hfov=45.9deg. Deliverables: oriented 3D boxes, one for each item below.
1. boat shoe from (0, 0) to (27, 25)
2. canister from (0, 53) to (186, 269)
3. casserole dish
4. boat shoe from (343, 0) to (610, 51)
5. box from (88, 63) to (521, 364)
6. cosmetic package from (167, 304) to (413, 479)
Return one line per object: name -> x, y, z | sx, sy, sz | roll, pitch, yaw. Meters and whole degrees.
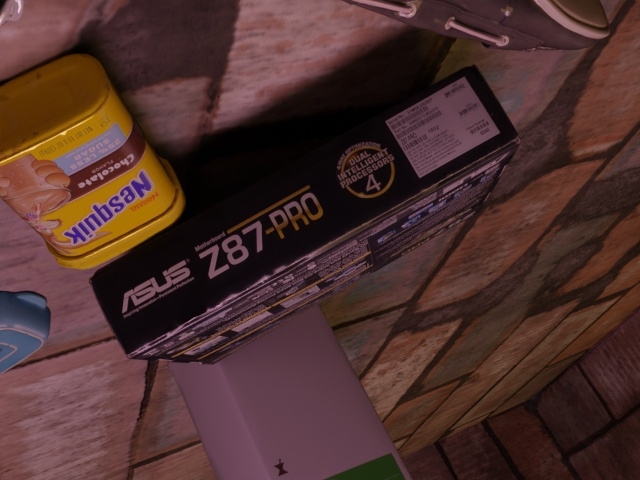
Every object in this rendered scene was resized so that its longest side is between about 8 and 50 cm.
boat shoe -> -0.197, -0.148, 0.413 | 0.258, 0.084, 0.095 | -27, 154, -6
canister -> -0.193, -0.057, 0.603 | 0.126, 0.073, 0.170 | -28, 153, -5
casserole dish -> -0.366, 0.118, 0.787 | 0.188, 0.037, 0.114 | -32, 155, 4
boat shoe -> 0.113, -0.215, 0.606 | 0.335, 0.112, 0.095 | 6, 156, -43
box -> 0.000, 0.000, 0.802 | 0.394, 0.097, 0.318 | -30, 167, 1
cosmetic package -> -0.039, 0.262, 1.007 | 0.196, 0.366, 0.155 | -12, 150, -35
